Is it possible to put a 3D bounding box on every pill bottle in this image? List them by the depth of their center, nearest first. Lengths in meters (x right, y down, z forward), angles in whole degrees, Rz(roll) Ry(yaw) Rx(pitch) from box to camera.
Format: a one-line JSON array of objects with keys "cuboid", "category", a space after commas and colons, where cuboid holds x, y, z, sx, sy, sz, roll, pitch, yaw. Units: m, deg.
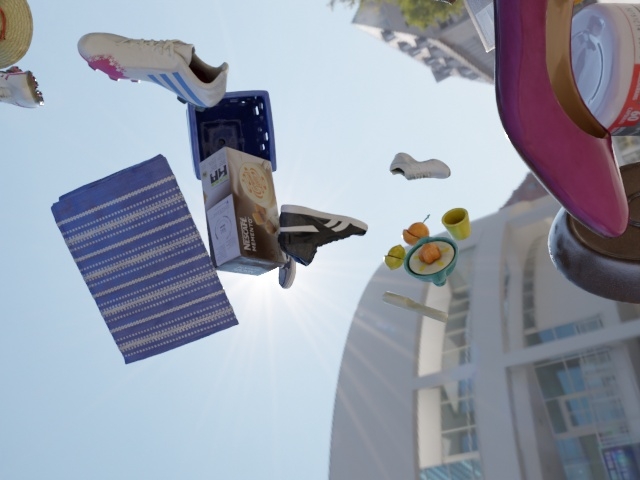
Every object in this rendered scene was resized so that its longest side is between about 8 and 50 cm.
[{"cuboid": [0.460, -0.212, 0.765, 0.161, 0.283, 0.161, 178, 90, -84], "category": "pill bottle"}]

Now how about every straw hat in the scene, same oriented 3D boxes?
[{"cuboid": [-0.529, -0.339, 0.950, 0.145, 0.144, 0.061, 65, -160, -4], "category": "straw hat"}]

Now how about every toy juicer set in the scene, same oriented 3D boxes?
[{"cuboid": [0.232, 0.049, 1.456, 0.090, 0.209, 0.329, 59, -139, -34], "category": "toy juicer set"}]

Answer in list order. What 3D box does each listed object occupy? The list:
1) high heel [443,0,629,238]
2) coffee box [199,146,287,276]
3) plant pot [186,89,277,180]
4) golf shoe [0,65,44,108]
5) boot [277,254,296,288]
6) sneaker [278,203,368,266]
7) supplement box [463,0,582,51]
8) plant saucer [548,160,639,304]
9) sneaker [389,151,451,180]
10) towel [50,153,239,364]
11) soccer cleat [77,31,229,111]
[{"cuboid": [0.243, -0.189, 0.571, 0.377, 0.181, 0.127, 57, -145, -5], "category": "high heel"}, {"cuboid": [-0.168, -0.058, 1.308, 0.141, 0.098, 0.247, 13, -119, -48], "category": "coffee box"}, {"cuboid": [-0.270, -0.296, 1.757, 0.235, 0.212, 0.236, -8, -84, -19], "category": "plant pot"}, {"cuboid": [-0.562, -0.270, 1.103, 0.086, 0.186, 0.068, -29, -57, -30], "category": "golf shoe"}, {"cuboid": [-0.114, 0.048, 1.718, 0.086, 0.069, 0.190, 0, -76, -38], "category": "boot"}, {"cuboid": [0.000, 0.000, 1.296, 0.216, 0.079, 0.121, 11, -93, -31], "category": "sneaker"}, {"cuboid": [0.432, -0.509, 1.256, 0.129, 0.191, 0.194, 61, 179, -8], "category": "supplement box"}, {"cuboid": [0.492, -0.034, 0.891, 0.050, 0.310, 0.311, 61, -152, -31], "category": "plant saucer"}, {"cuboid": [0.233, -0.163, 1.436, 0.061, 0.152, 0.054, -54, -36, -33], "category": "sneaker"}, {"cuboid": [-0.317, 0.038, 1.097, 0.040, 0.243, 0.336, -56, -56, -76], "category": "towel"}, {"cuboid": [-0.361, -0.408, 1.353, 0.331, 0.143, 0.116, 17, -129, -23], "category": "soccer cleat"}]
